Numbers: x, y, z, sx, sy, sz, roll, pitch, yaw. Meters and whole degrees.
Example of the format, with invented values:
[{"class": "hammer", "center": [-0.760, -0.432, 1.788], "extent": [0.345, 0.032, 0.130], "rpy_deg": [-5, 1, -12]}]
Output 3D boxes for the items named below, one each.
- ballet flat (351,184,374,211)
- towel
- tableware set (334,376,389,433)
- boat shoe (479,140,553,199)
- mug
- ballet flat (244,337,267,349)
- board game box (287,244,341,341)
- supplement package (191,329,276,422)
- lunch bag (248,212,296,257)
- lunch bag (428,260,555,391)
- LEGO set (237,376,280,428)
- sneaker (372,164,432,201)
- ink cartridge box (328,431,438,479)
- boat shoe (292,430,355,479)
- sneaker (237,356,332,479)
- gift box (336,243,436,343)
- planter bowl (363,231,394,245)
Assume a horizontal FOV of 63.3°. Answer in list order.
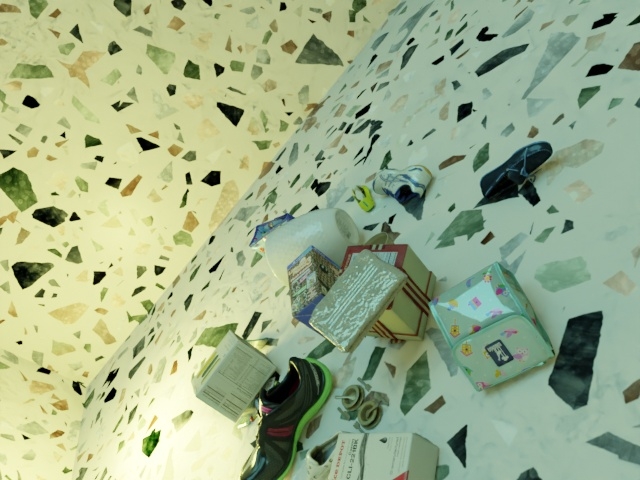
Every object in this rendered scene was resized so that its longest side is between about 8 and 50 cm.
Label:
[{"class": "ballet flat", "center": [0.177, -0.204, 2.295], "extent": [0.077, 0.077, 0.231], "rpy_deg": [-46, 28, 14]}, {"class": "towel", "center": [0.105, 0.170, 1.476], "extent": [0.282, 0.049, 0.187], "rpy_deg": [-50, 45, -6]}, {"class": "tableware set", "center": [0.118, 0.503, 1.596], "extent": [0.128, 0.039, 0.194], "rpy_deg": [-55, 27, -5]}, {"class": "boat shoe", "center": [0.617, -0.206, 1.620], "extent": [0.258, 0.109, 0.089], "rpy_deg": [-46, 30, 49]}, {"class": "mug", "center": [0.000, 0.000, 2.170], "extent": [0.328, 0.276, 0.374], "rpy_deg": [-28, 5, 29]}, {"class": "ballet flat", "center": [-0.281, 0.458, 2.271], "extent": [0.168, 0.057, 0.053], "rpy_deg": [-19, 70, 52]}, {"class": "board game box", "center": [0.014, 0.199, 1.907], "extent": [0.141, 0.232, 0.291], "rpy_deg": [-42, 30, 18]}, {"class": "supplement package", "center": [-0.350, 0.534, 2.066], "extent": [0.263, 0.198, 0.199], "rpy_deg": [-53, 17, -10]}, {"class": "lunch bag", "center": [-0.150, -0.010, 2.414], "extent": [0.293, 0.221, 0.138], "rpy_deg": [-26, 37, 41]}, {"class": "lunch bag", "center": [0.433, 0.224, 1.313], "extent": [0.223, 0.160, 0.262], "rpy_deg": [-35, 52, 24]}, {"class": "LEGO set", "center": [-0.247, 0.615, 2.009], "extent": [0.244, 0.060, 0.183], "rpy_deg": [-32, 34, 41]}, {"class": "sneaker", "center": [0.303, -0.215, 2.077], "extent": [0.296, 0.112, 0.131], "rpy_deg": [-10, 50, 54]}, {"class": "ink cartridge box", "center": [0.151, 0.610, 1.338], "extent": [0.272, 0.114, 0.197], "rpy_deg": [-23, 40, 45]}, {"class": "boat shoe", "center": [-0.005, 0.654, 1.546], "extent": [0.277, 0.096, 0.098], "rpy_deg": [-46, 28, 13]}, {"class": "sneaker", "center": [-0.152, 0.600, 1.722], "extent": [0.185, 0.202, 0.483], "rpy_deg": [1, 58, 58]}, {"class": "gift box", "center": [0.195, 0.160, 1.637], "extent": [0.276, 0.258, 0.255], "rpy_deg": [3, 60, 40]}, {"class": "planter bowl", "center": [0.217, 0.066, 1.870], "extent": [0.162, 0.109, 0.162], "rpy_deg": [-43, 18, 17]}]
